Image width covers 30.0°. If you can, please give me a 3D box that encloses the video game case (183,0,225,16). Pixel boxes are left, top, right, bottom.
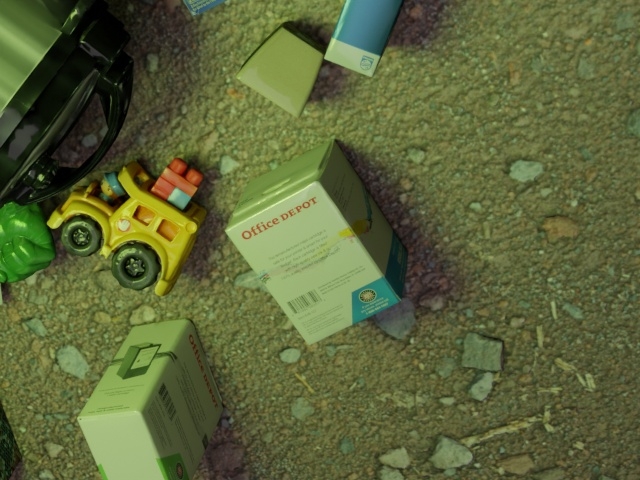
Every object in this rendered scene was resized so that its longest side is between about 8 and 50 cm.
[{"bbox_3d":[-0.123,-0.478,1.660,0.270,0.061,0.244,-23,111,20],"label":"video game case"}]

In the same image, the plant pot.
[{"bbox_3d":[-0.048,-0.257,1.746,0.109,0.109,0.096,33,105,-8],"label":"plant pot"}]

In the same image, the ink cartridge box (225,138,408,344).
[{"bbox_3d":[0.000,0.000,1.831,0.171,0.168,0.232,-26,110,21],"label":"ink cartridge box"}]

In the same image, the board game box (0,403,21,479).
[{"bbox_3d":[-0.614,0.340,2.121,0.042,0.165,0.243,-7,116,13],"label":"board game box"}]

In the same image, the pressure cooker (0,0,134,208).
[{"bbox_3d":[-0.477,-0.238,1.663,0.420,0.370,0.375,36,82,-13],"label":"pressure cooker"}]

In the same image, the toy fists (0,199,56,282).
[{"bbox_3d":[-0.547,0.008,1.903,0.279,0.096,0.142,-8,114,22],"label":"toy fists"}]

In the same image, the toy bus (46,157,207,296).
[{"bbox_3d":[-0.285,-0.051,1.879,0.220,0.149,0.211,31,105,-4],"label":"toy bus"}]

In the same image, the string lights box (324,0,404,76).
[{"bbox_3d":[0.091,-0.371,1.638,0.077,0.133,0.259,21,119,-1],"label":"string lights box"}]

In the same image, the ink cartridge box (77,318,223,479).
[{"bbox_3d":[-0.272,0.285,1.972,0.115,0.273,0.198,-9,116,17],"label":"ink cartridge box"}]

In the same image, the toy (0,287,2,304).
[{"bbox_3d":[-0.656,0.034,2.026,0.237,0.056,0.136,1,118,2],"label":"toy"}]
